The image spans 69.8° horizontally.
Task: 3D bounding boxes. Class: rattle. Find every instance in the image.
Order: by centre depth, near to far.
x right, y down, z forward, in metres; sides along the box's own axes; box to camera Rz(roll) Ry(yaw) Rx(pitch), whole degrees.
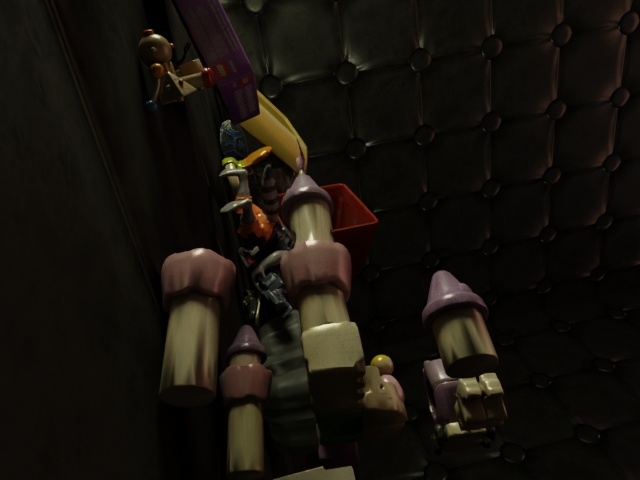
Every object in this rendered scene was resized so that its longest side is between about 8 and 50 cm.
[{"bbox_3d":[-0.184,-0.136,1.244,0.130,0.143,0.200,-9,-81,67],"label":"rattle"}]

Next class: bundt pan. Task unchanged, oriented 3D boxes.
[{"bbox_3d":[-0.073,0.321,1.030,0.331,0.124,0.331,168,-90,-84],"label":"bundt pan"}]

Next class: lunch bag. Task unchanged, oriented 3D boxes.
[{"bbox_3d":[-0.171,-0.145,1.586,0.256,0.212,0.305,-125,-156,-65],"label":"lunch bag"}]

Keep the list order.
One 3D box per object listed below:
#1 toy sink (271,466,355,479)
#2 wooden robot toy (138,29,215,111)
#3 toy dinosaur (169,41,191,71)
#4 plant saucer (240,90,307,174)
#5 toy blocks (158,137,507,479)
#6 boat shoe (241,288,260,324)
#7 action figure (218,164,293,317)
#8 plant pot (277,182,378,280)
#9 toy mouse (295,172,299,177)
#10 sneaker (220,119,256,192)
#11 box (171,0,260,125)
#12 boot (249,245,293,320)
[{"bbox_3d":[0.004,0.505,0.749,0.131,0.153,0.234,88,-12,-62],"label":"toy sink"},{"bbox_3d":[-0.170,-0.203,0.524,0.173,0.076,0.079,-113,-178,-66],"label":"wooden robot toy"},{"bbox_3d":[-0.211,-0.254,0.709,0.047,0.090,0.082,55,30,13],"label":"toy dinosaur"},{"bbox_3d":[-0.177,-0.392,1.487,0.333,0.081,0.333,37,17,-43],"label":"plant saucer"},{"bbox_3d":[0.017,0.079,0.509,0.288,0.309,0.260,84,-1,-48],"label":"toy blocks"},{"bbox_3d":[-0.150,0.144,0.991,0.133,0.042,0.049,-116,-145,-71],"label":"boat shoe"},{"bbox_3d":[-0.101,0.015,1.042,0.330,0.178,0.341,60,-8,-34],"label":"action figure"},{"bbox_3d":[0.000,0.000,1.433,0.267,0.267,0.236,-124,-153,-51],"label":"plant pot"},{"bbox_3d":[-0.090,-0.291,1.662,0.161,0.031,0.143,-138,-142,-73],"label":"toy mouse"},{"bbox_3d":[-0.249,-0.239,1.319,0.081,0.080,0.211,27,-48,55],"label":"sneaker"},{"bbox_3d":[-0.183,-0.341,0.699,0.293,0.057,0.201,64,-4,-2],"label":"box"},{"bbox_3d":[-0.113,0.230,1.454,0.445,0.146,0.367,94,-26,-60],"label":"boot"}]
